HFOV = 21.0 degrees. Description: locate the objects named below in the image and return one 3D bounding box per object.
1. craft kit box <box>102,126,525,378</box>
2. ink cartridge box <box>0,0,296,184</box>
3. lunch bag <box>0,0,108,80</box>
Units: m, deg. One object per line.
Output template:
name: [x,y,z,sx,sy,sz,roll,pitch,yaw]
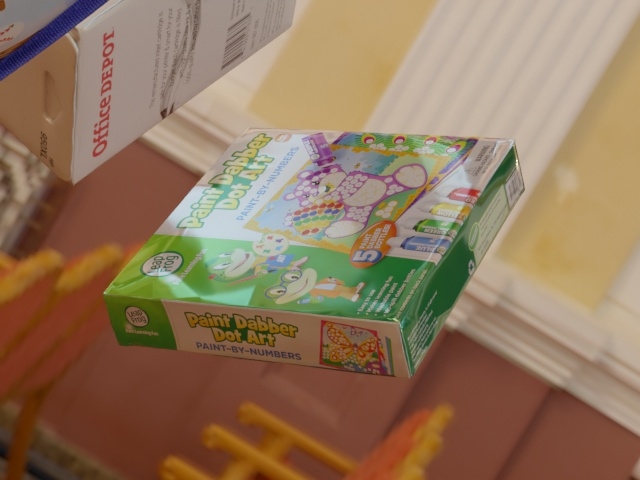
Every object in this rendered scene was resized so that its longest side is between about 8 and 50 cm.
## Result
craft kit box: [0.000,0.000,1.328,0.246,0.061,0.250,2,35,28]
ink cartridge box: [-0.205,-0.294,2.058,0.166,0.395,0.285,39,-32,18]
lunch bag: [-0.300,-0.248,1.108,0.328,0.385,0.239,53,4,11]
